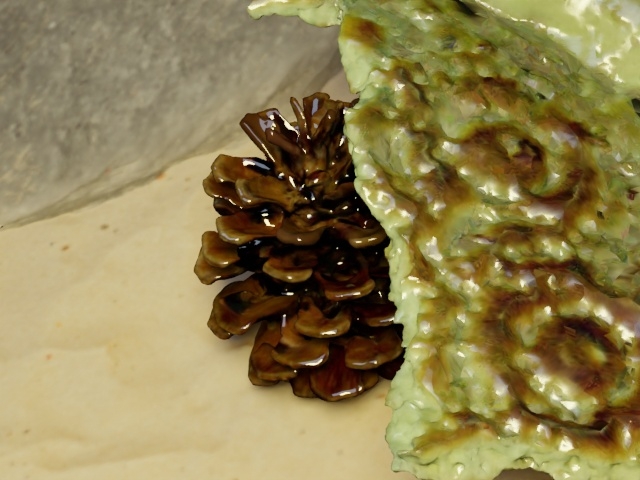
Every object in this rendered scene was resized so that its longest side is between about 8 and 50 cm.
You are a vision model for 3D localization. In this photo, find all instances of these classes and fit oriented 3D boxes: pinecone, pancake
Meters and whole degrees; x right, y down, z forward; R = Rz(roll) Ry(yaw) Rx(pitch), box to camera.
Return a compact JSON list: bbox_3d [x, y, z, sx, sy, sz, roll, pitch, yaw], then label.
[{"bbox_3d":[0.004,-0.007,0.884,0.163,0.165,0.163,-8,41,7],"label":"pinecone"},{"bbox_3d":[0.140,-0.043,0.797,0.305,0.067,0.427,-6,56,-16],"label":"pancake"}]
